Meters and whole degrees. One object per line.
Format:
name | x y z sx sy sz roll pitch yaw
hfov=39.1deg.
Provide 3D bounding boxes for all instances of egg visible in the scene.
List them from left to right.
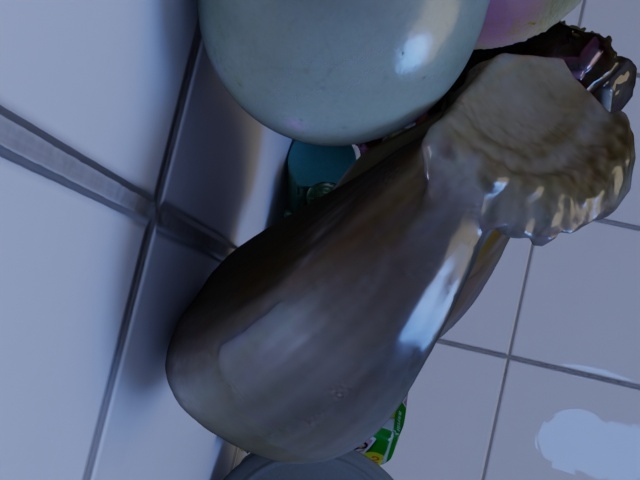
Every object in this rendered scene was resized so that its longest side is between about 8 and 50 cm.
egg | 0.017 -0.147 0.477 0.151 0.151 0.209 91 16 -61

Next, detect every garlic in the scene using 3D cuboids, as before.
garlic | 0.026 0.022 0.560 0.325 0.132 0.279 -40 180 44

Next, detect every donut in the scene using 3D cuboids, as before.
donut | 0.123 -0.174 0.853 0.136 0.259 0.345 49 18 -38

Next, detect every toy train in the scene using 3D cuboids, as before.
toy train | 0.000 0.000 0.932 0.248 0.101 0.159 96 -4 -55

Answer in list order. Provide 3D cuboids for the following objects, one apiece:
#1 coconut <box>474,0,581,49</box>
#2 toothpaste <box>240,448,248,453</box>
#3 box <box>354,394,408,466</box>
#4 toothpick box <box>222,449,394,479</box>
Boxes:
coconut | 0.104 -0.263 0.673 0.245 0.233 0.233 60 43 -78
toothpaste | -0.015 0.131 0.857 0.178 0.037 0.043 -39 163 -11
box | 0.058 0.250 1.528 0.250 0.180 0.103 -71 175 -52
toothpick box | -0.027 0.359 0.935 0.316 0.229 0.229 96 9 -58
